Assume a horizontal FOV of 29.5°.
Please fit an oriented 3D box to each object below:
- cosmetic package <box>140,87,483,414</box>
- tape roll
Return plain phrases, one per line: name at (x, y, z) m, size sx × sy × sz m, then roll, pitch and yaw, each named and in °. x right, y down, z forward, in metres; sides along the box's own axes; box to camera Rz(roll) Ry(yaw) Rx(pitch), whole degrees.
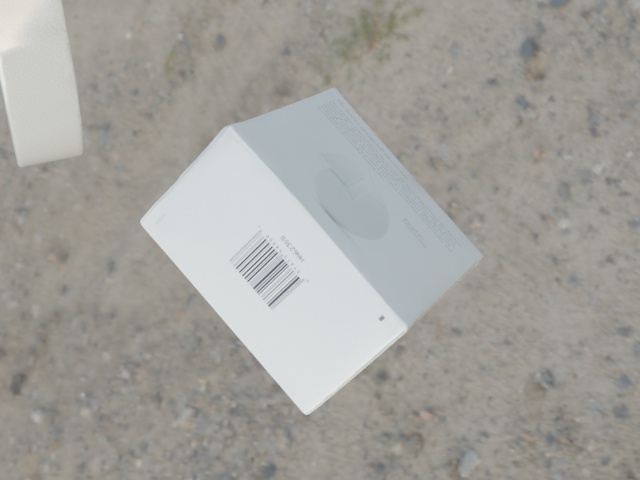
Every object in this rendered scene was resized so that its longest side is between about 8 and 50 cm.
cosmetic package at (0.000, 0.000, 1.099) m, size 0.224 × 0.225 × 0.138 m, roll 49°, pitch 119°, yaw 5°
tape roll at (-0.315, -0.269, 1.235) m, size 0.392 × 0.072 × 0.391 m, roll 167°, pitch 90°, yaw -77°
